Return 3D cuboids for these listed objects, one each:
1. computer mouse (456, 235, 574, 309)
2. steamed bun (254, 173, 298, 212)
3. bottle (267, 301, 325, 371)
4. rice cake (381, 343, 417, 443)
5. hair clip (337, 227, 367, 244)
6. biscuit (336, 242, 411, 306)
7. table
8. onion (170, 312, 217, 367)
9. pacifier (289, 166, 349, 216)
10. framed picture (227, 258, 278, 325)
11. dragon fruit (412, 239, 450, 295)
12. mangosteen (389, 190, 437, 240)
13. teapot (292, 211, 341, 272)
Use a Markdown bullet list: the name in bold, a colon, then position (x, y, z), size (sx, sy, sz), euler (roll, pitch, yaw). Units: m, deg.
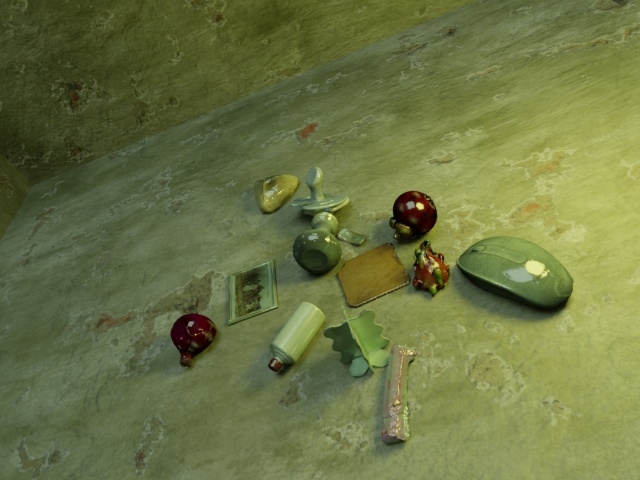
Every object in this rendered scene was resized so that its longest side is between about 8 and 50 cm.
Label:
- **computer mouse**: position (0.583, 0.078, 1.523), size (0.203, 0.114, 0.374), euler (-44, 42, -18)
- **steamed bun**: position (-0.226, -0.232, 2.305), size (0.231, 0.110, 0.213), euler (-14, 42, 20)
- **bottle**: position (-0.089, 0.325, 1.643), size (0.104, 0.104, 0.245), euler (13, 54, 38)
- **rice cake**: position (0.221, 0.426, 1.403), size (0.081, 0.051, 0.290), euler (-6, 45, 24)
- **hair clip**: position (0.124, -0.014, 1.944), size (0.137, 0.022, 0.054), euler (20, 59, 45)
- **biscuit**: position (0.182, 0.119, 1.779), size (0.236, 0.013, 0.232), euler (-24, 40, 3)
- **table**: position (0.109, 0.292, 1.492), size (0.166, 0.198, 0.167), euler (-15, 42, 14)
- **onion**: position (-0.476, 0.353, 1.803), size (0.173, 0.135, 0.198), euler (-10, 45, 24)
- **pacifier**: position (-0.008, -0.208, 2.070), size (0.227, 0.207, 0.279), euler (-22, 20, -25)
- **framed picture**: position (-0.270, 0.194, 1.948), size (0.217, 0.017, 0.274), euler (-21, 40, 7)
- **dragon fruit**: position (0.355, 0.088, 1.656), size (0.138, 0.175, 0.142), euler (-23, 9, -10)
- **mangosteen**: position (0.329, -0.085, 1.807), size (0.199, 0.200, 0.200), euler (-15, 41, 14)
- **teapot**: position (0.000, 0.000, 1.899), size (0.183, 0.184, 0.251), euler (-11, 31, 19)
